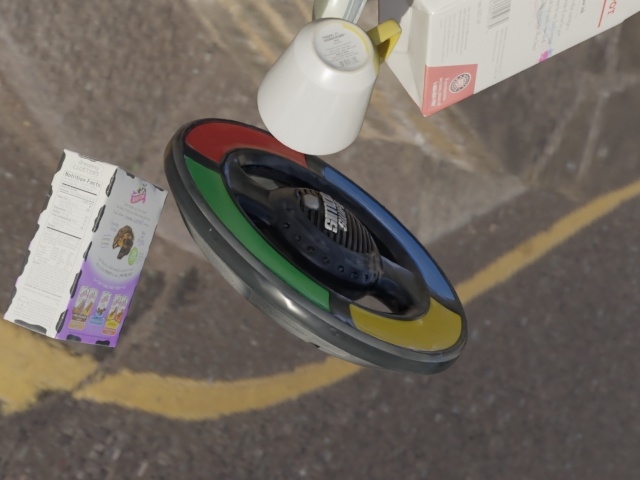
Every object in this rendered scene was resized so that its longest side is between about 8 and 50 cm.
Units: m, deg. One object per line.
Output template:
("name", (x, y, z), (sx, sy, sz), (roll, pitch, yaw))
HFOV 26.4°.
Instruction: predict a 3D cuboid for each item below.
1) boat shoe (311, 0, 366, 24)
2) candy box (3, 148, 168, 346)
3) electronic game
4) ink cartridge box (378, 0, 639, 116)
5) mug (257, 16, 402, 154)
("boat shoe", (0.064, -0.258, 1.109), (0.081, 0.079, 0.227), (26, 75, -12))
("candy box", (-0.256, 0.013, 1.522), (0.165, 0.070, 0.196), (31, 77, -74))
("electronic game", (0.000, 0.000, 0.869), (0.229, 0.229, 0.048), (5, 128, -54))
("ink cartridge box", (0.137, -0.172, 0.872), (0.198, 0.067, 0.115), (-26, 155, -12))
("mug", (0.005, -0.095, 0.745), (0.064, 0.062, 0.078), (122, -11, -61))
